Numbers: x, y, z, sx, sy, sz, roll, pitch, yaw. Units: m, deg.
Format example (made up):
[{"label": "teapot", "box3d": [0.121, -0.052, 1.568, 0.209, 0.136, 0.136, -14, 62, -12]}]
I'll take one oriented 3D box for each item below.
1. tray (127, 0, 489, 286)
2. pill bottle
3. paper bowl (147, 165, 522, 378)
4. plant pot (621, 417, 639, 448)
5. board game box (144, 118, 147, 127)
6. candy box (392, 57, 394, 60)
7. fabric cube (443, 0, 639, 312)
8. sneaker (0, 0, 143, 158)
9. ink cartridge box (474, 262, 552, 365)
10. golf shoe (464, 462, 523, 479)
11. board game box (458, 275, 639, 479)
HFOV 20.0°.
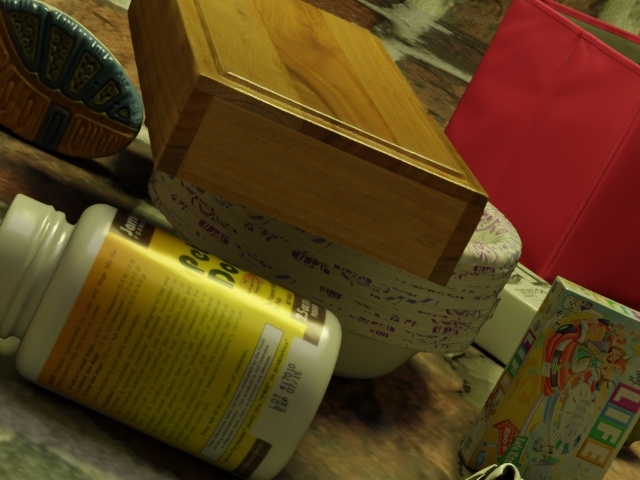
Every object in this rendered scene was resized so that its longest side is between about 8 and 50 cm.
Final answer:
[{"label": "tray", "box3d": [-0.025, -0.108, 1.302, 0.202, 0.076, 0.411, 22, 17, -16]}, {"label": "pill bottle", "box3d": [-0.104, 0.054, 1.099, 0.215, 0.117, 0.117, 26, 15, -8]}, {"label": "paper bowl", "box3d": [0.000, 0.000, 1.401, 0.284, 0.148, 0.284, 26, 16, -8]}, {"label": "plant pot", "box3d": [0.247, 0.133, 1.544, 0.083, 0.083, 0.079, 12, 33, -44]}, {"label": "board game box", "box3d": [-0.045, -0.049, 1.606, 0.259, 0.030, 0.136, 38, 15, -12]}, {"label": "candy box", "box3d": [0.013, -0.118, 1.784, 0.196, 0.070, 0.165, 14, 55, -53]}, {"label": "fabric cube", "box3d": [0.317, -0.094, 2.053, 0.254, 0.258, 0.259, 16, 19, -40]}, {"label": "sneaker", "box3d": [-0.279, -0.174, 1.570, 0.296, 0.112, 0.131, 31, 10, -2]}, {"label": "ink cartridge box", "box3d": [0.164, 0.058, 1.656, 0.150, 0.063, 0.109, 35, 17, 28]}, {"label": "golf shoe", "box3d": [0.113, 0.179, 1.131, 0.067, 0.086, 0.186, 30, 14, 15]}, {"label": "board game box", "box3d": [0.183, 0.114, 1.328, 0.103, 0.154, 0.026, 23, 16, -16]}]
